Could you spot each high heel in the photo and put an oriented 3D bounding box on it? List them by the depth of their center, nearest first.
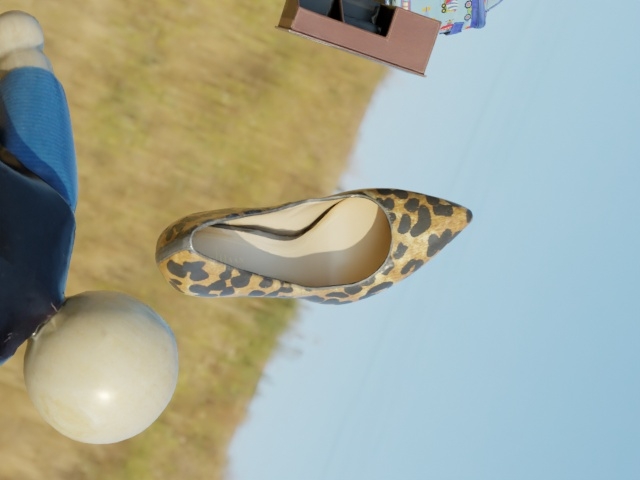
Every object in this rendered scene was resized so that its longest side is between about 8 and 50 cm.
[{"bbox_3d":[0.000,0.000,1.307,0.186,0.261,0.093,70,7,-81],"label":"high heel"}]

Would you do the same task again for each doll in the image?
[{"bbox_3d":[-0.110,-0.020,0.387,0.129,0.189,0.046,-51,179,-43],"label":"doll"}]

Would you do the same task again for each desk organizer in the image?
[{"bbox_3d":[0.033,-0.184,1.373,0.047,0.130,0.050,-147,-105,-70],"label":"desk organizer"}]

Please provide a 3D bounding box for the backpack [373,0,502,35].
[{"bbox_3d":[0.132,-0.284,1.599,0.117,0.173,0.158,-128,-146,-53],"label":"backpack"}]
